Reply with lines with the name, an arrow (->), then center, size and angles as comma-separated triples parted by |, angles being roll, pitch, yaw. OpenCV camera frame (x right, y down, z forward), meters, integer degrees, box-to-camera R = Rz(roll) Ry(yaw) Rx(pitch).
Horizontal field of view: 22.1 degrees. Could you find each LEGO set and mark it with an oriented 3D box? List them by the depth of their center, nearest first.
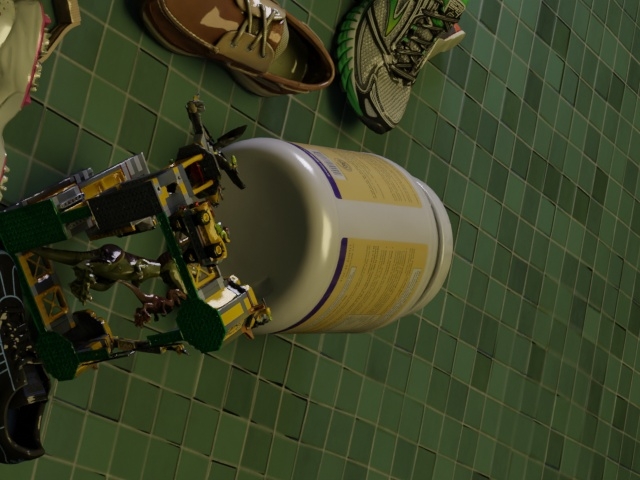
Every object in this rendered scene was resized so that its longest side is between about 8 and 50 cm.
LEGO set -> -0.182, 0.008, 1.801 | 0.192, 0.331, 0.255 | -34, 99, -51

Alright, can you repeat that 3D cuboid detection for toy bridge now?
toy bridge -> -0.332, -0.217, 1.791 | 0.188, 0.026, 0.063 | -31, 118, -49

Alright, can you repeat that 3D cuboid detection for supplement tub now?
supplement tub -> 0.000, 0.000, 2.096 | 0.331, 0.241, 0.241 | 5, 88, -55

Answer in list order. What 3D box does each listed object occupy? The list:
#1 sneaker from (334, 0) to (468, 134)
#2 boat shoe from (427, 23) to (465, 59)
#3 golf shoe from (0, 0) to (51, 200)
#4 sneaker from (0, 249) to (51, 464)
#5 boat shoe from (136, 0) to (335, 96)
sneaker -> 0.122, -0.313, 2.339 | 0.134, 0.146, 0.344 | 36, 64, -50
boat shoe -> 0.170, -0.307, 2.499 | 0.043, 0.049, 0.137 | 48, 40, 11
golf shoe -> -0.378, -0.113, 1.683 | 0.140, 0.115, 0.306 | 17, 89, -18
sneaker -> -0.331, 0.123, 1.755 | 0.081, 0.090, 0.232 | -9, 100, -55
boat shoe -> -0.092, -0.266, 2.043 | 0.324, 0.120, 0.123 | 22, 82, -54
